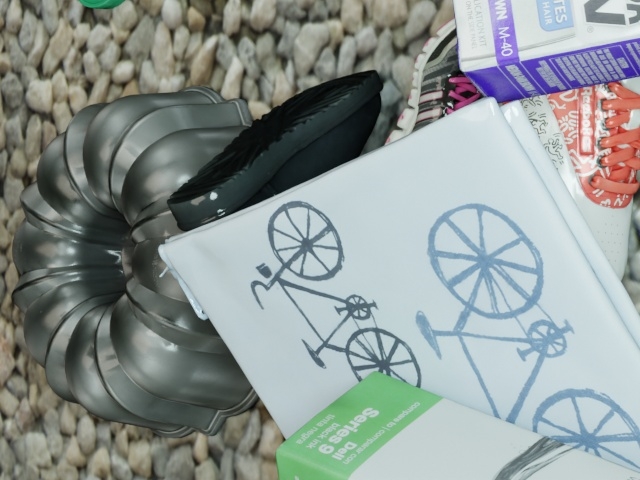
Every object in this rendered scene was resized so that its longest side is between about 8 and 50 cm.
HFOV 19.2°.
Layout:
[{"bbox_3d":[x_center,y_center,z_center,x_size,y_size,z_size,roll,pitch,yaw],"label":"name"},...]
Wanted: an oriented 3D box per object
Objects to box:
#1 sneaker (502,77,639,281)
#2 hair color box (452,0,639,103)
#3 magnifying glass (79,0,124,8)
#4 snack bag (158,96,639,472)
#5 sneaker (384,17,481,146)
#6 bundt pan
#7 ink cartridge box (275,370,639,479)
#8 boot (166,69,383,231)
[{"bbox_3d":[0.206,-0.101,1.349,0.145,0.090,0.270,-25,66,45],"label":"sneaker"},{"bbox_3d":[0.249,-0.213,1.197,0.338,0.110,0.185,-10,78,15],"label":"hair color box"},{"bbox_3d":[-0.167,-0.297,1.811,0.231,0.026,0.092,-30,65,43],"label":"magnifying glass"},{"bbox_3d":[0.080,0.084,1.375,0.342,0.037,0.323,-23,105,39],"label":"snack bag"},{"bbox_3d":[0.105,-0.095,1.478,0.075,0.063,0.170,47,124,39],"label":"sneaker"},{"bbox_3d":[-0.168,0.017,1.713,0.330,0.124,0.331,-4,84,46],"label":"bundt pan"},{"bbox_3d":[0.121,0.243,1.309,0.289,0.121,0.211,18,126,37],"label":"ink cartridge box"},{"bbox_3d":[0.000,0.000,1.539,0.094,0.246,0.207,-8,116,44],"label":"boot"}]
